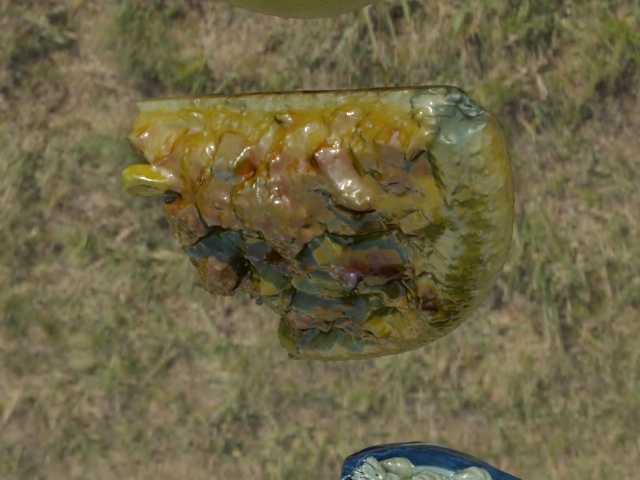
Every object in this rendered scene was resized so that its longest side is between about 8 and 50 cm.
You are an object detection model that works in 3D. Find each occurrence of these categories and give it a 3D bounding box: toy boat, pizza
[{"bbox_3d":[0.136,0.194,0.844,0.221,0.291,0.067,23,88,-29],"label":"toy boat"},{"bbox_3d":[0.033,0.006,0.888,0.268,0.087,0.258,-1,147,34],"label":"pizza"}]

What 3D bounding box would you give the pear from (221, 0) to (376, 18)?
[{"bbox_3d":[-0.029,-0.319,1.113,0.304,0.304,0.304,1,127,1],"label":"pear"}]
